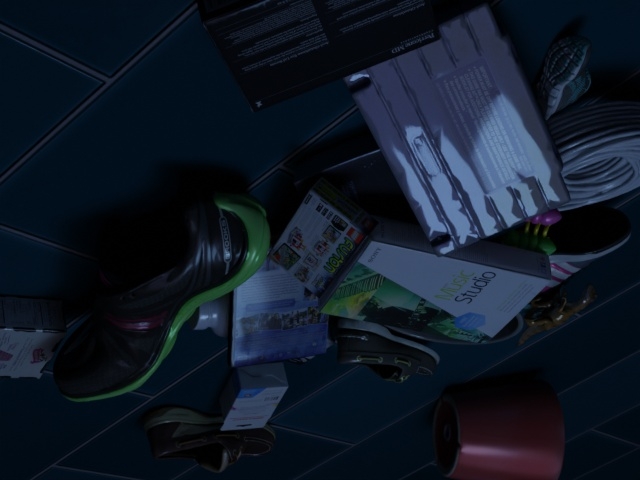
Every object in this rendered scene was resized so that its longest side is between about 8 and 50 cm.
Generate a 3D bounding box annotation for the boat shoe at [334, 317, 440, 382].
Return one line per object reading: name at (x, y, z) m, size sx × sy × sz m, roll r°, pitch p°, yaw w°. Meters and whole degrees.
boat shoe at (0.133, 0.235, 2.161) m, size 0.109 × 0.091 × 0.305 m, roll -2°, pitch 160°, yaw 40°

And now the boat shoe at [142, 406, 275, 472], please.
boat shoe at (-0.230, 0.446, 2.321) m, size 0.123 × 0.123 × 0.342 m, roll -37°, pitch 143°, yaw 29°

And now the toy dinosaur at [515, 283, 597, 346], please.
toy dinosaur at (0.416, 0.149, 1.996) m, size 0.112 × 0.064 × 0.211 m, roll 31°, pitch 128°, yaw -33°

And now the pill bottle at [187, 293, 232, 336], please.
pill bottle at (-0.136, 0.117, 1.882) m, size 0.184 × 0.103 × 0.103 m, roll 1°, pitch 144°, yaw -25°

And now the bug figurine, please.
bug figurine at (0.277, -0.034, 1.736) m, size 0.216 × 0.072 × 0.279 m, roll 8°, pitch 154°, yaw 10°

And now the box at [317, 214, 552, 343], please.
box at (0.184, 0.072, 1.783) m, size 0.322 × 0.058 × 0.232 m, roll 13°, pitch 143°, yaw -16°

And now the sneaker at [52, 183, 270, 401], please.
sneaker at (-0.290, 0.071, 1.706) m, size 0.202 × 0.185 × 0.483 m, roll 26°, pitch 120°, yaw -37°

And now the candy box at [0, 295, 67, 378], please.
candy box at (-0.559, 0.159, 1.786) m, size 0.234 × 0.071 × 0.159 m, roll 7°, pitch 140°, yaw -32°

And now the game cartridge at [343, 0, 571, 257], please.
game cartridge at (0.201, -0.158, 1.542) m, size 0.230 × 0.068 × 0.355 m, roll -26°, pitch 122°, yaw 8°

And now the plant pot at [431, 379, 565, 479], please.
plant pot at (0.405, 0.457, 2.526) m, size 0.243 × 0.274 × 0.275 m, roll 4°, pitch 144°, yaw -12°

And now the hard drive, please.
hard drive at (0.092, -0.107, 1.689) m, size 0.255 × 0.054 × 0.172 m, roll -19°, pitch 148°, yaw 5°

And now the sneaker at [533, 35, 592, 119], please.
sneaker at (0.373, -0.249, 1.605) m, size 0.076 × 0.065 × 0.166 m, roll -16°, pitch 156°, yaw -19°

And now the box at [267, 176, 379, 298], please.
box at (0.000, 0.000, 1.677) m, size 0.036 × 0.114 × 0.207 m, roll -49°, pitch 177°, yaw -37°

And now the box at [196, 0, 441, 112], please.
box at (-0.003, -0.289, 1.327) m, size 0.261 × 0.103 × 0.184 m, roll -21°, pitch 145°, yaw 6°

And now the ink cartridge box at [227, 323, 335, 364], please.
ink cartridge box at (-0.075, 0.178, 2.056) m, size 0.097 × 0.046 × 0.207 m, roll -36°, pitch 143°, yaw 26°

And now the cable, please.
cable at (0.435, -0.134, 1.733) m, size 0.257 × 0.089 × 0.257 m, roll -7°, pitch 158°, yaw -11°

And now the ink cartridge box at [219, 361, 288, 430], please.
ink cartridge box at (-0.145, 0.325, 2.233) m, size 0.104 × 0.061 × 0.181 m, roll 0°, pitch 144°, yaw -23°

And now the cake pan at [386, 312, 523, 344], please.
cake pan at (0.231, 0.117, 2.001) m, size 0.293 × 0.054 × 0.293 m, roll 9°, pitch 156°, yaw 4°

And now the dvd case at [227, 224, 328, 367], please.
dvd case at (-0.068, 0.092, 1.827) m, size 0.180 × 0.022 × 0.253 m, roll -6°, pitch 116°, yaw -22°

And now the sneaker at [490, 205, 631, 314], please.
sneaker at (0.446, 0.049, 2.019) m, size 0.296 × 0.123 × 0.178 m, roll -19°, pitch 144°, yaw 15°
